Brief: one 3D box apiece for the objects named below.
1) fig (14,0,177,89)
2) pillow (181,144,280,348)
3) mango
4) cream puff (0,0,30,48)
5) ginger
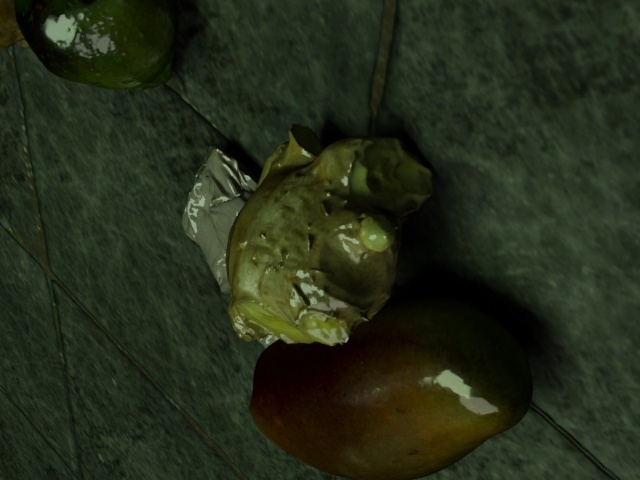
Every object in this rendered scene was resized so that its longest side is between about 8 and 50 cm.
[{"bbox_3d":[-0.154,-0.169,1.046,0.123,0.123,0.156,33,-177,38],"label":"fig"},{"bbox_3d":[-0.031,0.043,1.110,0.248,0.049,0.135,49,148,9],"label":"pillow"},{"bbox_3d":[0.052,0.107,0.966,0.267,0.111,0.133,-18,96,50],"label":"mango"},{"bbox_3d":[-0.247,-0.230,1.107,0.126,0.103,0.144,115,136,-75],"label":"cream puff"},{"bbox_3d":[0.000,0.000,0.921,0.102,0.157,0.216,30,168,-23],"label":"ginger"}]
